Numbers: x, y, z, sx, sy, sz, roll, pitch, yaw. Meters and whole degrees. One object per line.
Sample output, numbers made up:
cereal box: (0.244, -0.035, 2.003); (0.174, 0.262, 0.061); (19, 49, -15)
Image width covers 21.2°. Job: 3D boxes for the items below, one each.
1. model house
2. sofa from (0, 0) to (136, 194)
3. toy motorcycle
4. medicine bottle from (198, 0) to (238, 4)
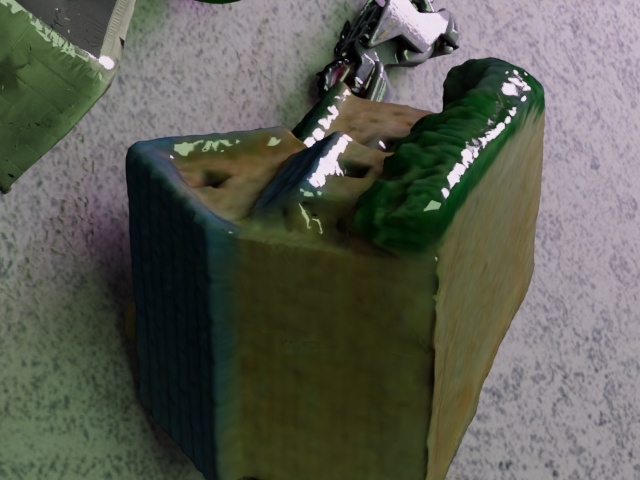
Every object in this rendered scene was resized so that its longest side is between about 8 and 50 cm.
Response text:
model house: (0.000, 0.000, 1.593); (0.382, 0.342, 0.334); (-52, 148, -53)
sofa: (-0.298, -0.201, 1.586); (0.210, 0.176, 0.225); (36, 32, -25)
toy motorcycle: (0.078, -0.204, 1.867); (0.122, 0.080, 0.215); (40, 64, -20)
medicine bottle: (-0.098, -0.383, 1.739); (0.133, 0.133, 0.274); (22, 67, -31)
